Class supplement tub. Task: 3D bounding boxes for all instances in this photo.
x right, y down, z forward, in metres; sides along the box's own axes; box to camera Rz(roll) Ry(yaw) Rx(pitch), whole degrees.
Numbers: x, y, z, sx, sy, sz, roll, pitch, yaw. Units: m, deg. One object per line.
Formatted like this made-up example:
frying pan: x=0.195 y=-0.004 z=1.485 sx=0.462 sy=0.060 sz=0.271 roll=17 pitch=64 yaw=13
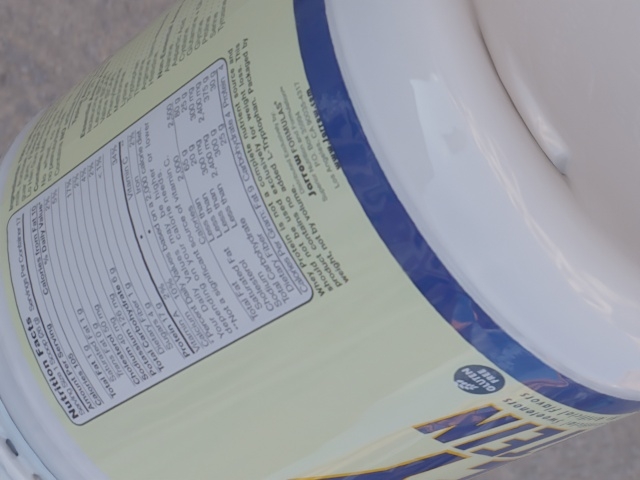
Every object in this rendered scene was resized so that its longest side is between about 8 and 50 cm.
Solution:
supplement tub: x=0.000 y=0.000 z=0.603 sx=0.235 sy=0.235 sz=0.325 roll=30 pitch=137 yaw=-31
